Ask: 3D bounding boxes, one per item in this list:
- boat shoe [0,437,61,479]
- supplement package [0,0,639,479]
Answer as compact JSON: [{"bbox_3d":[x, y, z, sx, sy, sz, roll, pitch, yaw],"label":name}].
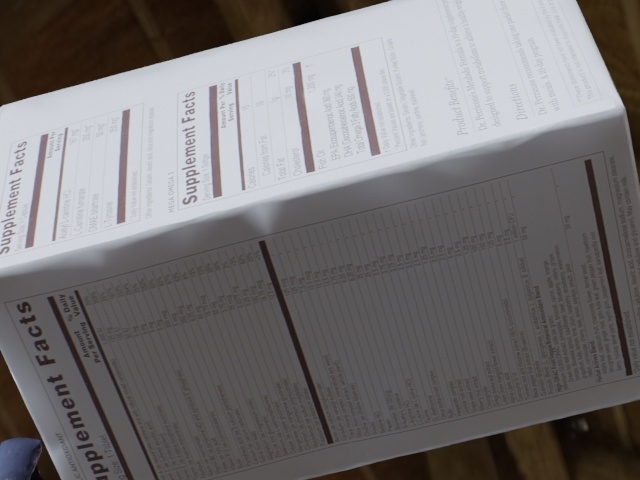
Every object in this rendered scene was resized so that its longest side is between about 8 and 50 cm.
[{"bbox_3d":[-0.214,0.248,0.827,0.158,0.340,0.127,-17,-42,18],"label":"boat shoe"},{"bbox_3d":[0.000,0.000,0.648,0.244,0.134,0.139,-14,-57,5],"label":"supplement package"}]
